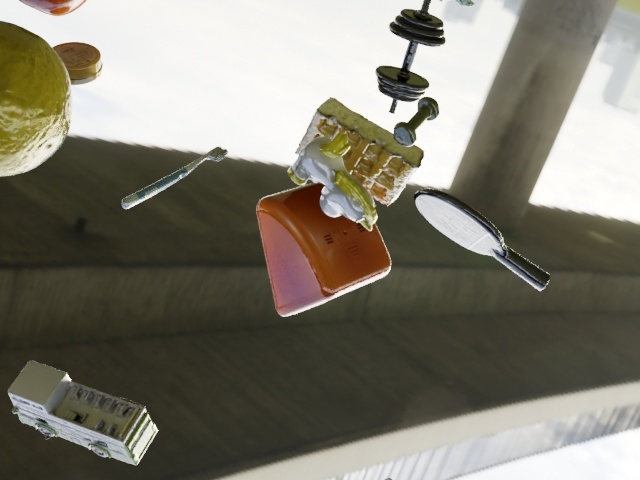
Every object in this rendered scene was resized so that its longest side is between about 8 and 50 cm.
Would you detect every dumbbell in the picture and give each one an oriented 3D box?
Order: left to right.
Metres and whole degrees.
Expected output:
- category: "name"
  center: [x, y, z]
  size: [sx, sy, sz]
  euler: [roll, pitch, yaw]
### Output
- category: "dumbbell"
  center: [0.150, -0.310, 1.672]
  size: [0.099, 0.209, 0.099]
  euler: [14, -155, -7]
- category: "dumbbell"
  center: [0.182, -0.226, 1.890]
  size: [0.046, 0.052, 0.118]
  euler: [16, -134, 29]

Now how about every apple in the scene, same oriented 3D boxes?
- category: "apple"
  center: [-0.492, -0.478, 1.804]
  size: [0.163, 0.139, 0.163]
  euler: [35, 178, 1]

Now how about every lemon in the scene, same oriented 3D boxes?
- category: "lemon"
  center: [-0.506, -0.218, 1.539]
  size: [0.267, 0.267, 0.267]
  euler: [19, -163, -6]

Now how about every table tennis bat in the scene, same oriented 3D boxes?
- category: "table tennis bat"
  center: [0.239, -0.004, 1.480]
  size: [0.236, 0.027, 0.150]
  euler: [36, 167, 2]

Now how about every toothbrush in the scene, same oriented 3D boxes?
- category: "toothbrush"
  center: [-0.243, -0.109, 1.708]
  size: [0.025, 0.019, 0.275]
  euler: [23, -146, 22]

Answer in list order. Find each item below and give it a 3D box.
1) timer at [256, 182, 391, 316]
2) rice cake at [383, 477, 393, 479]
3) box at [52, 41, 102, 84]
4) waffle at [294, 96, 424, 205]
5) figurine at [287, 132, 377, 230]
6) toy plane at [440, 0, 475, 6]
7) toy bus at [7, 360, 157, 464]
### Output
- category: "timer"
  center: [0.000, 0.000, 2.134]
  size: [0.257, 0.250, 0.161]
  euler: [-20, 177, -46]
- category: "rice cake"
  center: [0.067, 0.466, 1.677]
  size: [0.042, 0.180, 0.030]
  euler: [42, -163, -14]
- category: "box"
  center: [-0.463, -0.334, 1.877]
  size: [0.105, 0.037, 0.106]
  euler: [3, -139, -3]
- category: "waffle"
  center: [0.082, -0.185, 2.128]
  size: [0.247, 0.055, 0.221]
  euler: [29, 156, -3]
- category: "figurine"
  center: [0.031, -0.089, 1.649]
  size: [0.109, 0.178, 0.129]
  euler: [-32, -170, -28]
- category: "toy plane"
  center: [0.224, -0.445, 1.531]
  size: [0.174, 0.174, 0.080]
  euler: [13, -153, -22]
- category: "toy bus"
  center: [-0.498, 0.358, 2.083]
  size: [0.301, 0.139, 0.113]
  euler: [15, -127, 19]
